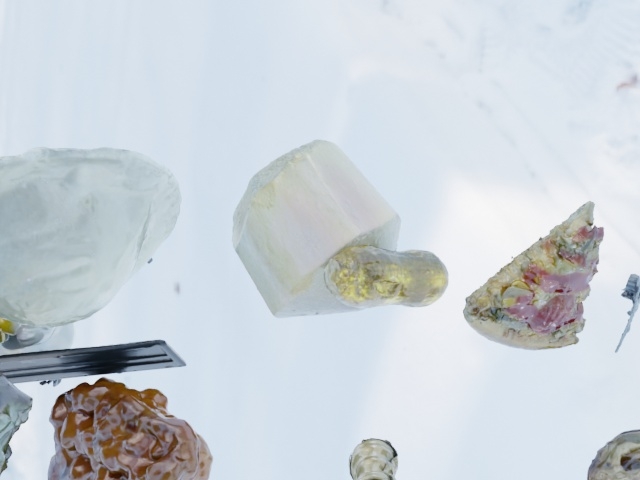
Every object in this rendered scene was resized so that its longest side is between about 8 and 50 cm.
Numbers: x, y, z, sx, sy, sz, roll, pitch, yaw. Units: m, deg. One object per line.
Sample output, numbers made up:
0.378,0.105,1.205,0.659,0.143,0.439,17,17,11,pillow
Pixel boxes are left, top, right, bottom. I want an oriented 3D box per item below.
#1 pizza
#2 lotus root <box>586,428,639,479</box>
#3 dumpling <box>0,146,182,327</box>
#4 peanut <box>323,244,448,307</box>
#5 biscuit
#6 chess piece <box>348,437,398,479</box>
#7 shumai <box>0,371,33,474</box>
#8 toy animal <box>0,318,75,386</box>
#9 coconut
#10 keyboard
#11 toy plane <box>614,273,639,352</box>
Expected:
0.270,0.047,1.131,0.062,0.188,0.199,52,124,48,pizza
0.504,0.384,1.437,0.180,0.199,0.188,55,-157,-52,lotus root
-0.217,-0.015,0.789,0.126,0.215,0.166,-98,24,-49,dumpling
0.091,0.051,1.361,0.087,0.206,0.087,-6,83,52,peanut
-0.258,0.334,1.205,0.318,0.110,0.312,15,93,48,biscuit
0.059,0.267,1.046,0.172,0.060,0.060,-85,0,-80,chess piece
-0.355,0.210,0.805,0.304,0.263,0.309,53,130,25,shumai
-0.374,0.045,1.318,0.310,0.182,0.247,-58,-1,33,toy animal
0.000,0.000,1.476,0.244,0.239,0.239,55,143,13,coconut
-0.369,0.169,1.273,0.103,0.381,0.041,67,-167,-62,keyboard
0.494,0.073,1.507,0.226,0.058,0.226,-66,-12,-5,toy plane
